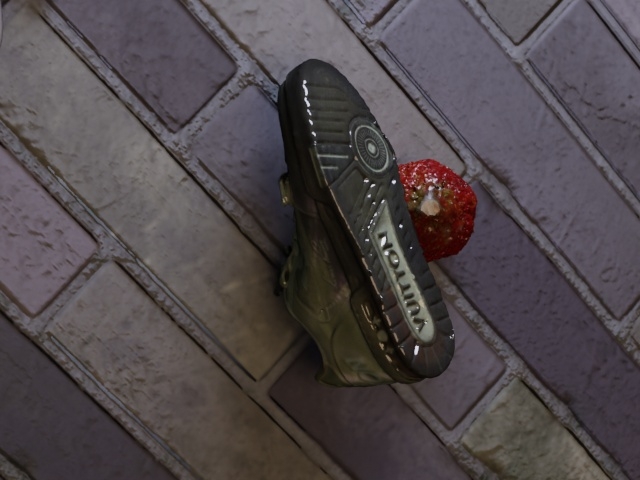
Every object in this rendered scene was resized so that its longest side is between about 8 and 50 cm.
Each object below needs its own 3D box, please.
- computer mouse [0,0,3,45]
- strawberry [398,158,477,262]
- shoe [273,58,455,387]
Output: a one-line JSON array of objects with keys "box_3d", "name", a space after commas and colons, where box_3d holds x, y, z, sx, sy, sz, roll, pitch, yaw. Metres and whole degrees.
[{"box_3d": [-0.293, -0.187, 1.380, 0.066, 0.039, 0.096, -12, 109, -21], "name": "computer mouse"}, {"box_3d": [0.097, -0.027, 1.537, 0.106, 0.106, 0.106, -3, 97, -23], "name": "strawberry"}, {"box_3d": [0.001, 0.000, 1.483, 0.109, 0.149, 0.293, -17, 84, -50], "name": "shoe"}]
